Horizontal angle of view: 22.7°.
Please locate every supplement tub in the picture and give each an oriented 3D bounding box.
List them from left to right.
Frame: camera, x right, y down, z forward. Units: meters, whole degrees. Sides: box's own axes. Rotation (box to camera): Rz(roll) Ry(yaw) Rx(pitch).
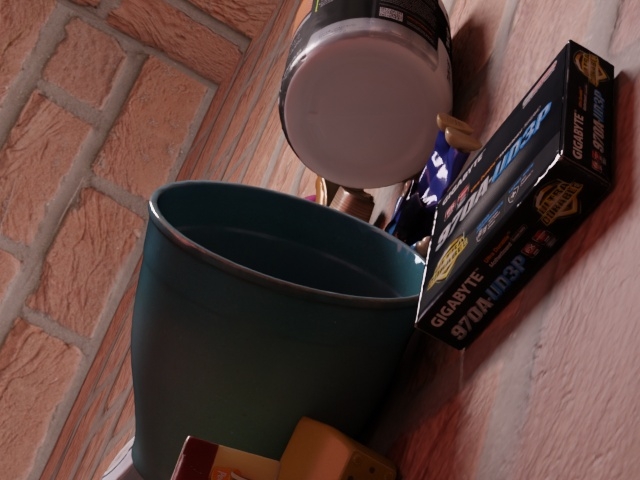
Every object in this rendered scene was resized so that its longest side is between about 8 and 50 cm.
[{"bbox_3d":[0.058,-0.208,1.856,0.193,0.194,0.316,-55,13,27],"label":"supplement tub"}]

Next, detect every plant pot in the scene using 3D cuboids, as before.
[{"bbox_3d":[-0.059,0.111,1.479,0.271,0.272,0.255,-97,24,-71],"label":"plant pot"},{"bbox_3d":[0.017,0.203,1.337,0.083,0.081,0.081,-3,58,63],"label":"plant pot"}]

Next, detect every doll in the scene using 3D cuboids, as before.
[{"bbox_3d":[0.100,-0.034,1.618,0.189,0.046,0.129,-63,19,21],"label":"doll"}]

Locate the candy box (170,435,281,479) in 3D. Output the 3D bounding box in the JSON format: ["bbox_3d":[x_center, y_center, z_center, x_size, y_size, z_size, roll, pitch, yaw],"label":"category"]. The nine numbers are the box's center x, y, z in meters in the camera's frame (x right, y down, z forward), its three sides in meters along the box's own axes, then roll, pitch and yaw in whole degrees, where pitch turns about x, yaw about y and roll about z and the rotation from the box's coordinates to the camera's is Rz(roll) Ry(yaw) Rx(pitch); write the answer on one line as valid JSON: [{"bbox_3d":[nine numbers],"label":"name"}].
[{"bbox_3d":[-0.112,0.332,1.321,0.316,0.088,0.183,104,-176,-46],"label":"candy box"}]

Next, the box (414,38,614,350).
[{"bbox_3d":[0.164,-0.037,1.335,0.220,0.051,0.175,-53,14,38],"label":"box"}]

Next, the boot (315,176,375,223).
[{"bbox_3d":[0.000,0.000,1.921,0.152,0.073,0.197,-64,8,8],"label":"boot"}]

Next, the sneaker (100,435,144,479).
[{"bbox_3d":[-0.160,0.219,1.729,0.258,0.094,0.091,-39,20,20],"label":"sneaker"}]

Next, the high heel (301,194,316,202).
[{"bbox_3d":[-0.046,0.051,2.051,0.244,0.082,0.117,-49,41,-12],"label":"high heel"}]
